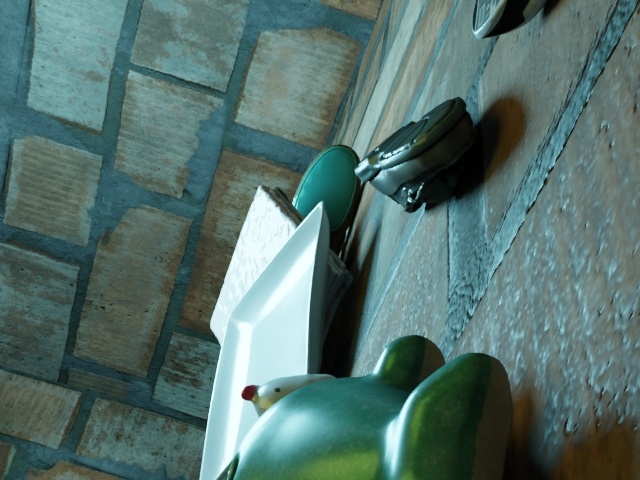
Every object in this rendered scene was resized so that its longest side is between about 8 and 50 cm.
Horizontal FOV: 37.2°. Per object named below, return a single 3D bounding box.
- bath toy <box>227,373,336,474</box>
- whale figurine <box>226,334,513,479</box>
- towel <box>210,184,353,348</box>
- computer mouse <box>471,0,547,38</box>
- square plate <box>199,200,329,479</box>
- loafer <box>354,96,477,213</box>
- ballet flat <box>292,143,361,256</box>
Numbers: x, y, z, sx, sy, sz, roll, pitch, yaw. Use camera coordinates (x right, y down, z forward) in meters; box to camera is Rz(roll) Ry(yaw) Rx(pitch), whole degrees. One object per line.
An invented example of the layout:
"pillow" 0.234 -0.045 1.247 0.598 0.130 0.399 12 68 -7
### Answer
"bath toy" -0.071 0.314 1.115 0.151 0.129 0.348 -108 36 -82
"whale figurine" 0.020 0.147 0.570 0.272 0.141 0.216 118 169 -62
"towel" -0.075 0.110 1.591 0.332 0.054 0.316 50 125 52
"computer mouse" 0.178 -0.226 0.749 0.193 0.042 0.106 128 156 -61
"square plate" -0.074 0.167 1.402 0.347 0.049 0.344 -50 25 42
"loafer" 0.106 -0.073 0.920 0.096 0.084 0.267 -42 6 -7
"ballet flat" 0.000 0.000 1.716 0.124 0.116 0.342 50 -128 -75
